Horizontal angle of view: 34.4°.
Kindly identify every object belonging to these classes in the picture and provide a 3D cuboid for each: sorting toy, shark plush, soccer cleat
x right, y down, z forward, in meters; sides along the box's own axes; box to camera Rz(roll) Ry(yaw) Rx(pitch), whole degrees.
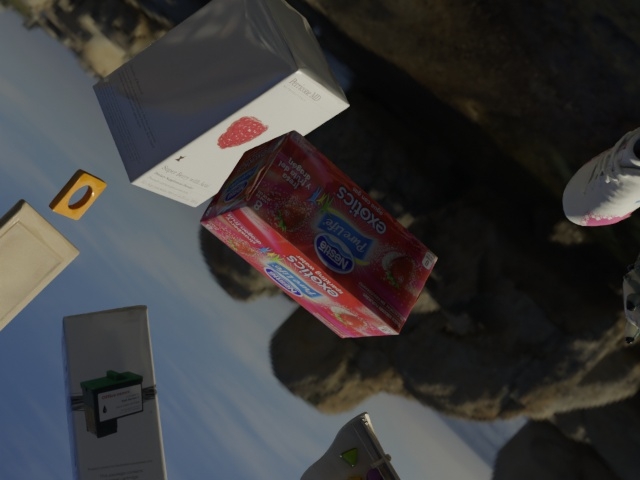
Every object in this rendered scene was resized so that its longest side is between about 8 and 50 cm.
[{"bbox_3d":[0.026,0.196,0.832,0.083,0.075,0.045,57,167,30],"label":"sorting toy"},{"bbox_3d":[-0.408,0.037,1.300,0.047,0.348,0.196,42,171,19],"label":"sorting toy"},{"bbox_3d":[0.422,0.071,1.321,0.161,0.067,0.073,-72,-24,-56],"label":"shark plush"},{"bbox_3d":[0.454,-0.111,1.502,0.143,0.116,0.331,12,158,-32],"label":"soccer cleat"}]

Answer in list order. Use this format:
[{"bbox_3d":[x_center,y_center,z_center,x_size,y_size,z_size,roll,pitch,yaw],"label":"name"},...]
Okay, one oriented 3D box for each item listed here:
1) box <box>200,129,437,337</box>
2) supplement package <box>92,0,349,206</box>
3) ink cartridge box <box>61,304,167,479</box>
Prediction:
[{"bbox_3d":[0.000,0.000,1.266,0.257,0.123,0.128,40,154,-21],"label":"box"},{"bbox_3d":[-0.143,-0.207,1.489,0.177,0.293,0.175,21,-140,-63],"label":"supplement package"},{"bbox_3d":[-0.225,0.193,1.113,0.160,0.092,0.220,134,129,-69],"label":"ink cartridge box"}]
